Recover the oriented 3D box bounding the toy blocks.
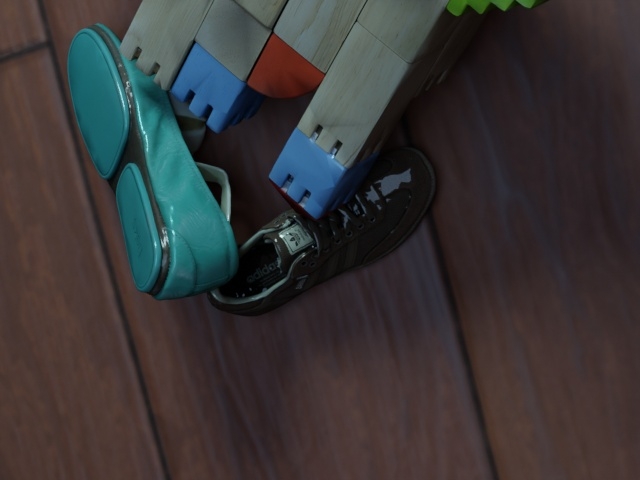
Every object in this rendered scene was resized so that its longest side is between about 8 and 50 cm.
[{"bbox_3d":[-0.038,-0.195,1.355,0.381,0.191,0.261,41,127,13],"label":"toy blocks"}]

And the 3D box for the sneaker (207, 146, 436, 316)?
[{"bbox_3d":[0.000,0.000,1.412,0.188,0.071,0.066,-36,82,17],"label":"sneaker"}]

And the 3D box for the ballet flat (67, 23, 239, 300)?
[{"bbox_3d":[-0.117,-0.056,1.434,0.083,0.087,0.247,-58,42,41],"label":"ballet flat"}]
